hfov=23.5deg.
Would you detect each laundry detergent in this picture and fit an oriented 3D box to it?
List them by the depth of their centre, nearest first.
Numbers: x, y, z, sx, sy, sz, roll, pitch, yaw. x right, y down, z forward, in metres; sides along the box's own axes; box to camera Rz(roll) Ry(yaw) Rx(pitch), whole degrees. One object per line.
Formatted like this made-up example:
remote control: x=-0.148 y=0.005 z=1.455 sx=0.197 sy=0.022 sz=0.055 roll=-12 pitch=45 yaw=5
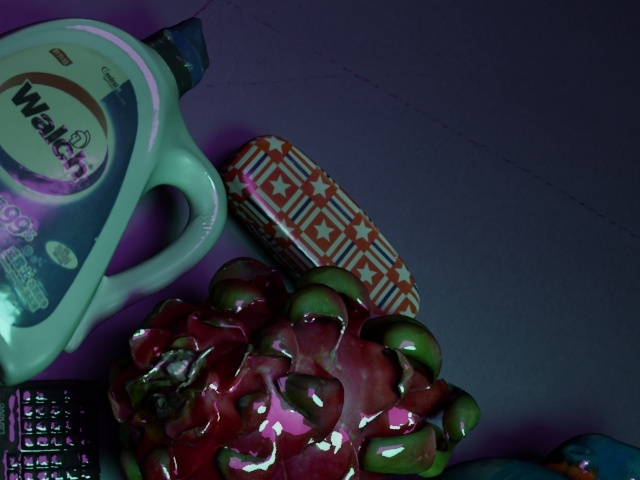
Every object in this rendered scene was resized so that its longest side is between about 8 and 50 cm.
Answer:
laundry detergent: x=-0.169 y=-0.053 z=1.079 sx=0.280 sy=0.105 sz=0.215 roll=-40 pitch=100 yaw=-29

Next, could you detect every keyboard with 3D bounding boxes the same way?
keyboard: x=-0.192 y=0.222 z=1.068 sx=0.087 sy=0.017 sz=0.251 roll=3 pitch=81 yaw=-29

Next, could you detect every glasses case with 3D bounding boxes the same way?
glasses case: x=0.000 y=0.000 z=1.189 sx=0.194 sy=0.049 sz=0.073 roll=48 pitch=62 yaw=-13

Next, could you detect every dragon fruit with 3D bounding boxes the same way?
dragon fruit: x=-0.013 y=0.112 z=1.082 sx=0.272 sy=0.198 sz=0.218 roll=-23 pitch=66 yaw=-16

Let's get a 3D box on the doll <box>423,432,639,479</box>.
doll: x=0.154 y=0.251 z=1.157 sx=0.322 sy=0.186 sz=0.199 roll=-18 pitch=121 yaw=-46
